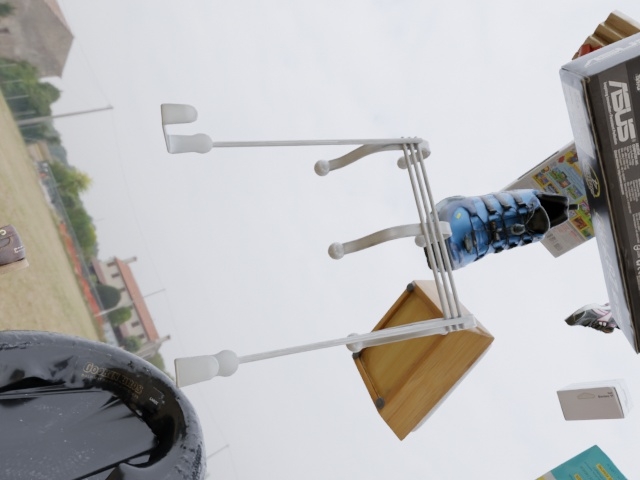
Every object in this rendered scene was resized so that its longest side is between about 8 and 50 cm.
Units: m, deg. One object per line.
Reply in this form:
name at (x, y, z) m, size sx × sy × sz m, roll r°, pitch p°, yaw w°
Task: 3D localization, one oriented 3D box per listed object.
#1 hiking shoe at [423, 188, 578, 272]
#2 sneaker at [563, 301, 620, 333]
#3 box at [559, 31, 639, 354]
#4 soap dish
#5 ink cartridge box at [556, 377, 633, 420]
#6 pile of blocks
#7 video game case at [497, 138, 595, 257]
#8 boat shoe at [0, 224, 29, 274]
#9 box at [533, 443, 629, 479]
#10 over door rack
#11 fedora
hiking shoe at (0.282, -0.033, 0.649) m, size 0.132 × 0.304 × 0.113 m, roll -6°, pitch -77°, yaw 52°
sneaker at (0.755, 0.216, 1.105) m, size 0.072 × 0.178 × 0.077 m, roll 99°, pitch -20°, yaw -52°
box at (0.486, -0.069, 0.454) m, size 0.318 × 0.097 × 0.395 m, roll -19°, pitch -67°, yaw 22°
soap dish at (0.204, 0.242, 0.895) m, size 0.291 × 0.118 × 0.229 m, roll -53°, pitch -155°, yaw 12°
ink cartridge box at (0.808, 0.466, 1.203) m, size 0.153 × 0.208 × 0.087 m, roll -24°, pitch -114°, yaw 38°
pile of blocks at (0.665, -0.300, 0.868) m, size 0.362 × 0.112 × 0.149 m, roll 58°, pitch -16°, yaw -2°
video game case at (0.560, -0.090, 0.925) m, size 0.227 × 0.026 × 0.206 m, roll 43°, pitch -57°, yaw -11°
boat shoe at (-0.529, 0.032, 0.559) m, size 0.073 × 0.207 × 0.073 m, roll 9°, pitch -66°, yaw 46°
box at (0.395, 0.454, 0.682) m, size 0.060 × 0.244 × 0.100 m, roll 54°, pitch 5°, yaw -35°
over door rack at (0.000, 0.000, 0.434) m, size 0.108 × 0.324 × 0.240 m, roll -35°, pitch -119°, yaw 57°
fedora at (-0.291, 0.235, 0.415) m, size 0.334 × 0.334 × 0.153 m, roll 39°, pitch -78°, yaw 42°
